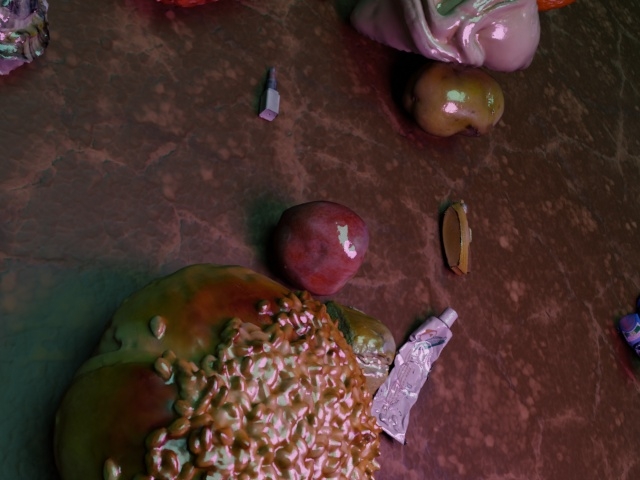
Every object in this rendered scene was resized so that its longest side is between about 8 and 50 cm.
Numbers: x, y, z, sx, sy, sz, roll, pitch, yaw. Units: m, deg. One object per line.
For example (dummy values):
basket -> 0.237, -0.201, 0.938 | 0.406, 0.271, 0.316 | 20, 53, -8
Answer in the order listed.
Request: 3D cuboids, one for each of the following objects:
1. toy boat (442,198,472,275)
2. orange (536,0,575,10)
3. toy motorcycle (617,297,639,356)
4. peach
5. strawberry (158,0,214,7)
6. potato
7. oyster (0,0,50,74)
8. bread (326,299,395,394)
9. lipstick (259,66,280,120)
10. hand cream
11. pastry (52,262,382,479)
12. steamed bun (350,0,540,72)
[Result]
toy boat -> 0.256, -0.007, 1.367 | 0.049, 0.047, 0.149 | 20, 62, -45
orange -> 0.461, -0.716, 1.642 | 0.424, 0.326, 0.424 | 36, 39, -37
toy motorcycle -> 0.720, 0.191, 1.603 | 0.135, 0.092, 0.254 | 49, 41, 3
peach -> 0.000, 0.000, 1.116 | 0.152, 0.152, 0.152 | 15, 63, -31
strawberry -> -0.164, -0.469, 1.190 | 0.253, 0.150, 0.280 | 9, 66, -11
potato -> 0.253, -0.273, 1.410 | 0.200, 0.154, 0.137 | -3, 114, -28
oyster -> -0.447, -0.391, 0.950 | 0.162, 0.158, 0.351 | 3, 80, -72
bread -> 0.059, 0.156, 1.111 | 0.103, 0.110, 0.156 | 16, 61, -25
lipstick -> -0.083, -0.250, 1.231 | 0.025, 0.025, 0.107 | 22, 52, -28
hand cream -> 0.155, 0.207, 1.199 | 0.084, 0.050, 0.257 | 43, 58, -12
pastry -> -0.103, 0.220, 0.869 | 0.409, 0.245, 0.410 | 17, 61, -33
steamed bun -> 0.251, -0.451, 1.361 | 0.309, 0.219, 0.324 | -5, 32, -37
